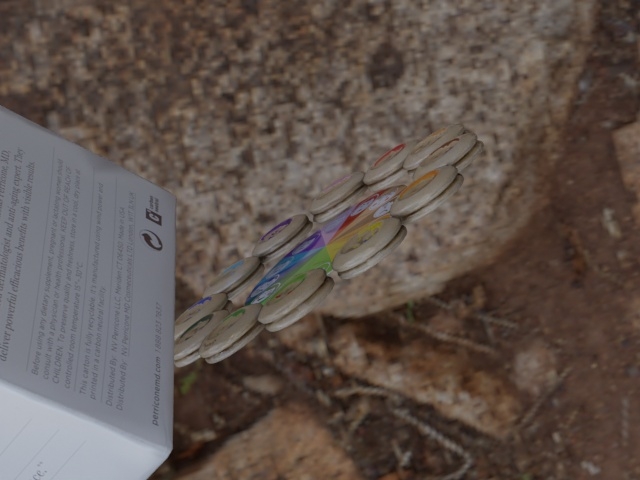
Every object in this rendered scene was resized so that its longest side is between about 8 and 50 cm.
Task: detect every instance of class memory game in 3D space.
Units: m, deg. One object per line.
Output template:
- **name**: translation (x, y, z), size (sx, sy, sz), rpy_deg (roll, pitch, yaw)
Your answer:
- **memory game**: translation (0.000, 0.000, 0.690), size (0.186, 0.186, 0.012), rpy_deg (-24, 106, 49)

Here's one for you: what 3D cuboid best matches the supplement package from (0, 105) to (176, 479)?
- **supplement package**: translation (-0.186, 0.016, 0.477), size (0.139, 0.244, 0.134), rpy_deg (-47, 29, 30)
